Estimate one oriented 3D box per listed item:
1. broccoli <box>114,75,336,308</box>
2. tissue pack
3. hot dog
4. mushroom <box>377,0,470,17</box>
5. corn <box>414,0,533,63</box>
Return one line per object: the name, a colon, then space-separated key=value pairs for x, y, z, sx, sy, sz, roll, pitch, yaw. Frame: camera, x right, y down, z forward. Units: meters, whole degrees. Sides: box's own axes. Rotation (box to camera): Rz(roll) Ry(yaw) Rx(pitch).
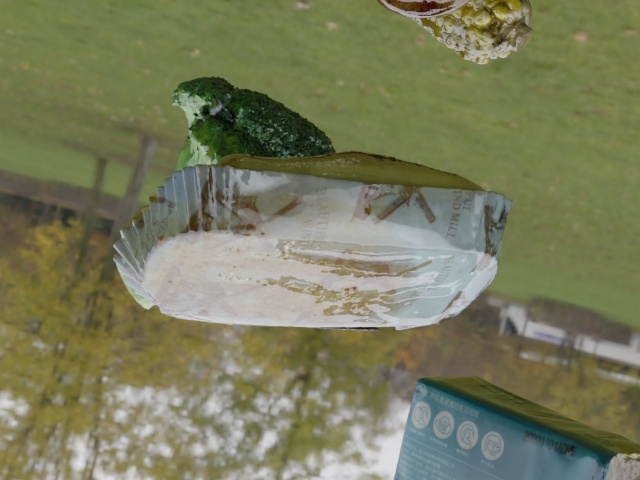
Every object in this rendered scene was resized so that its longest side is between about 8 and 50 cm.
broccoli: x=-0.095 y=-0.028 z=1.231 sx=0.269 sy=0.269 sz=0.254 roll=15 pitch=-159 yaw=-23
tissue pack: x=0.208 y=0.265 z=1.194 sx=0.134 sy=0.192 sz=0.271 roll=12 pitch=-175 yaw=-41
hot dog: x=0.000 y=0.000 z=0.773 sx=0.270 sy=0.082 sz=0.163 roll=5 pitch=143 yaw=-23
mushroom: x=0.069 y=-0.214 z=0.770 sx=0.127 sy=0.127 sz=0.087 roll=14 pitch=-171 yaw=3
corn: x=0.084 y=-0.277 z=1.124 sx=0.320 sy=0.097 sz=0.097 roll=43 pitch=-169 yaw=25
